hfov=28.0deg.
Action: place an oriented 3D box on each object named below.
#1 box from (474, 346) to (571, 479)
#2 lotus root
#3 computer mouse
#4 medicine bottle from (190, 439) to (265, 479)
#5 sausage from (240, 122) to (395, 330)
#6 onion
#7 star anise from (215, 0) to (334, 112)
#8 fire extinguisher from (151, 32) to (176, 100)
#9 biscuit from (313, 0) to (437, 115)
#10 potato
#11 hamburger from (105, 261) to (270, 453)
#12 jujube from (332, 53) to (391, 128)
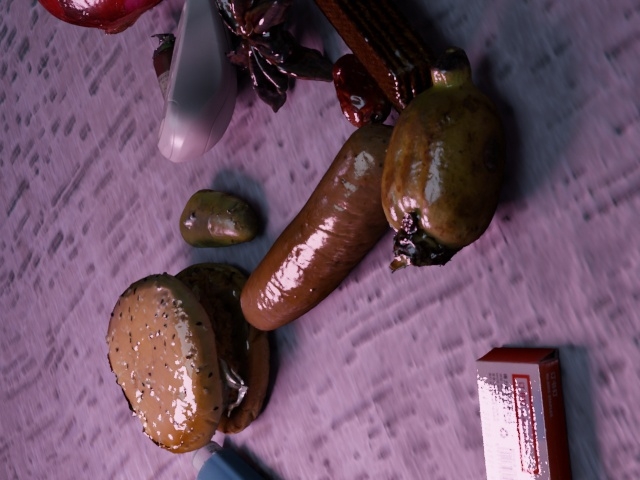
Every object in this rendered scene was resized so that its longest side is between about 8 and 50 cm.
[{"bbox_3d":[0.276,0.261,1.741,0.123,0.050,0.229,-5,92,50],"label":"box"},{"bbox_3d":[0.170,-0.103,1.738,0.169,0.141,0.314,19,101,46],"label":"lotus root"},{"bbox_3d":[-0.196,-0.272,2.161,0.184,0.121,0.296,124,157,-70],"label":"computer mouse"},{"bbox_3d":[-0.140,0.458,2.273,0.258,0.079,0.124,37,124,42],"label":"medicine bottle"},{"bbox_3d":[0.000,0.003,1.978,0.501,0.123,0.136,-53,40,43],"label":"sausage"},{"bbox_3d":[-0.378,-0.489,2.258,0.276,0.276,0.276,12,106,50],"label":"onion"},{"bbox_3d":[-0.088,-0.330,2.014,0.212,0.129,0.282,46,164,50],"label":"star anise"},{"bbox_3d":[-0.259,-0.276,2.299,0.099,0.071,0.231,-38,67,54],"label":"fire extinguisher"},{"bbox_3d":[0.046,-0.348,1.867,0.388,0.073,0.107,56,171,29],"label":"biscuit"},{"bbox_3d":[-0.180,-0.034,2.234,0.188,0.085,0.105,9,105,46],"label":"potato"},{"bbox_3d":[-0.222,0.185,2.239,0.318,0.195,0.277,59,138,25],"label":"hamburger"},{"bbox_3d":[0.057,-0.223,1.909,0.077,0.077,0.129,-57,47,40],"label":"jujube"}]
